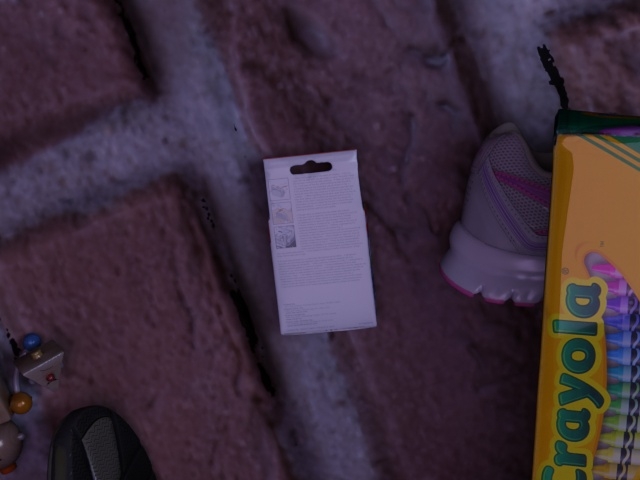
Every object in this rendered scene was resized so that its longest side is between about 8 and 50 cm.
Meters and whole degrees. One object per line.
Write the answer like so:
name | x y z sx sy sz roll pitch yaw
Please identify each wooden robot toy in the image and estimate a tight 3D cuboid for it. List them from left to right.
wooden robot toy | -0.229 0.127 0.867 0.173 0.076 0.079 -21 111 7

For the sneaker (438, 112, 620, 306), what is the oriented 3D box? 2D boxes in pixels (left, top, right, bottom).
sneaker | 0.200 -0.018 0.794 0.252 0.103 0.111 3 103 2

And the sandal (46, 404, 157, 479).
sandal | -0.161 0.257 0.869 0.086 0.120 0.303 5 103 16

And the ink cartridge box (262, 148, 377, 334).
ink cartridge box | 0.000 0.000 0.846 0.063 0.029 0.115 -5 100 5

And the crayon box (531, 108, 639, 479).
crayon box | 0.201 0.073 0.725 0.165 0.081 0.278 4 104 10
